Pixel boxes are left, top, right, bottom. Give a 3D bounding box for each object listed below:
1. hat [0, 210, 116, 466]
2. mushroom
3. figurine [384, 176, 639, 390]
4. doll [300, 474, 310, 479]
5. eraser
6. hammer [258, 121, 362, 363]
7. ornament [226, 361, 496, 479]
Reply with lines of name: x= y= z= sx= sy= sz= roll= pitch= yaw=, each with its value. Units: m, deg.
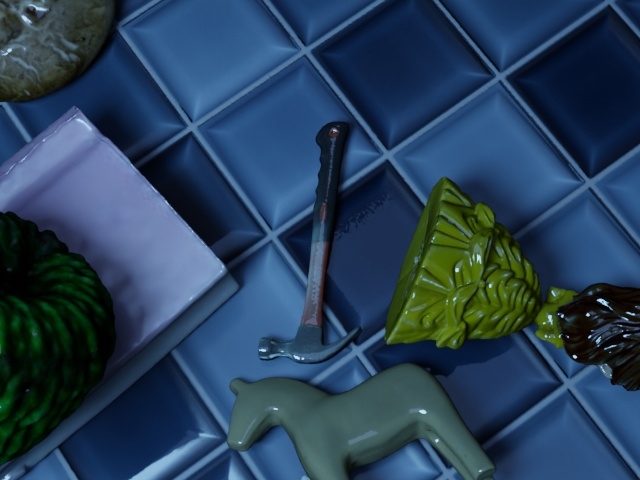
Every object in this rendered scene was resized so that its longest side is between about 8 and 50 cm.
hat: x=-0.366 y=0.141 z=1.023 sx=0.242 sy=0.274 sz=0.332 roll=44 pitch=109 yaw=22
mushroom: x=-0.366 y=-0.238 z=1.299 sx=0.286 sy=0.156 sz=0.151 roll=-20 pitch=102 yaw=-2
figurine: x=0.245 y=0.074 z=1.173 sx=0.315 sy=0.168 sz=0.187 roll=20 pitch=36 yaw=-2
doll: x=0.010 y=0.289 z=1.156 sx=0.143 sy=0.057 sz=0.099 roll=-9 pitch=53 yaw=-5
eraser: x=-0.311 y=0.067 z=1.202 sx=0.359 sy=0.122 sz=0.272 roll=-43 pitch=79 yaw=-8
hammer: x=0.000 y=0.000 z=1.249 sx=0.111 sy=0.033 sz=0.287 roll=4 pitch=74 yaw=5
ornament: x=0.027 y=0.203 z=1.158 sx=0.230 sy=0.061 sz=0.245 roll=-24 pitch=49 yaw=-12
